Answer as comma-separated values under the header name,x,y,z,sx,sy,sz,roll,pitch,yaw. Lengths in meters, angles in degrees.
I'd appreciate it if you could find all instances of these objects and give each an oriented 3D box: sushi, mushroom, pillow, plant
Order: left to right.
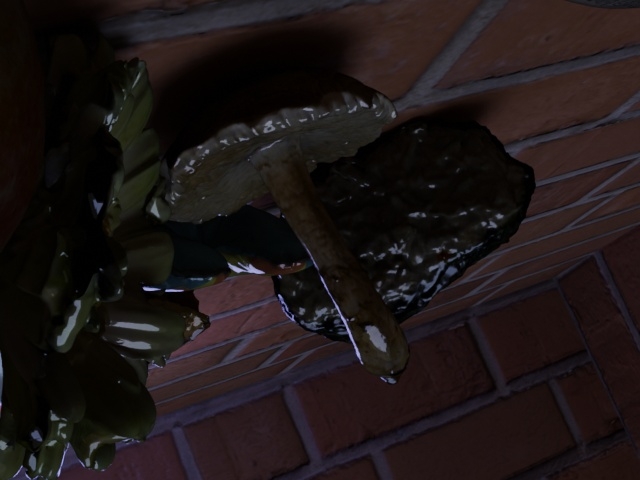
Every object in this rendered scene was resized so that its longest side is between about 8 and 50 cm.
name,x,y,z,sx,sy,sz,roll,pitch,yaw
plant,-0.203,-0.013,0.700,0.261,0.297,0.306,-51,-167,45
pillow,-0.136,0.006,1.072,0.233,0.086,0.214,-6,-166,-44
mushroom,0.013,-0.032,0.920,0.208,0.302,0.233,-56,-179,-9
sushi,0.095,-0.019,1.250,0.350,0.211,0.171,-27,163,-6

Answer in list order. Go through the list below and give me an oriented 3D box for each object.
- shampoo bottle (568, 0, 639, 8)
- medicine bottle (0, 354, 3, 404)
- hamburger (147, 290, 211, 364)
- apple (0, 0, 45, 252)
name,x,y,z,sx,sy,sz,roll,pitch,yaw
shampoo bottle,0.289,-0.254,0.899,0.257,0.078,0.127,-9,156,-40
medicine bottle,-0.348,0.066,0.863,0.332,0.190,0.190,-16,165,-30
hamburger,-0.289,0.112,1.336,0.262,0.124,0.131,-30,147,13
apple,-0.240,-0.051,0.420,0.257,0.234,0.256,-22,134,-24
